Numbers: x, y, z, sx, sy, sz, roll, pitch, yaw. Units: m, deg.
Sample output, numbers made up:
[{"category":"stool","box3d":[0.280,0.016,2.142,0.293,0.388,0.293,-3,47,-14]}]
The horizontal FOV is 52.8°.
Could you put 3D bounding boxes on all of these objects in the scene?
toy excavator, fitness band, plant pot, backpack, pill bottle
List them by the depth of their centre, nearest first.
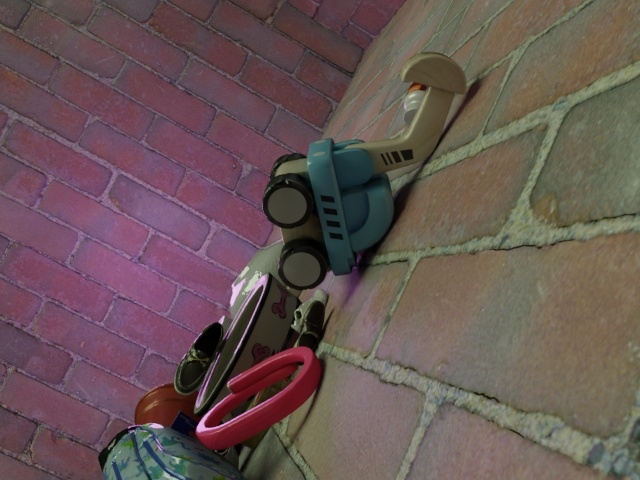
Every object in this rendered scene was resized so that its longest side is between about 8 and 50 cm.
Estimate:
[{"category":"backpack","box3d":[-0.281,0.510,1.282,0.273,0.290,0.355,-51,17,2]},{"category":"fitness band","box3d":[-0.126,0.317,1.312,0.290,0.054,0.209,-31,12,8]},{"category":"toy excavator","box3d":[0.100,-0.147,1.373,0.222,0.444,0.433,-88,-14,-68]},{"category":"pill bottle","box3d":[0.239,-0.327,1.464,0.086,0.086,0.152,-48,17,57]},{"category":"plant pot","box3d":[-0.460,0.633,2.007,0.273,0.272,0.265,-59,17,16]}]

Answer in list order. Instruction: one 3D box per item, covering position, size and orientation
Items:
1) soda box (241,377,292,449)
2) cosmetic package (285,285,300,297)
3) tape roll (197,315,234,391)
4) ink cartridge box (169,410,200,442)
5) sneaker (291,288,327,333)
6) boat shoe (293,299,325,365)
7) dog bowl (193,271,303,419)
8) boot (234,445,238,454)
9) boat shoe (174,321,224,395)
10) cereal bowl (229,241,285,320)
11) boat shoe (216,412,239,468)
[{"category":"soda box","box3d":[-0.133,0.389,1.476,0.181,0.058,0.061,-59,10,20]},{"category":"cosmetic package","box3d":[-0.096,0.172,1.977,0.115,0.041,0.060,-60,9,9]},{"category":"tape roll","box3d":[-0.285,0.378,2.009,0.246,0.169,0.246,-58,10,16]},{"category":"ink cartridge box","box3d":[-0.373,0.628,1.628,0.069,0.175,0.371,-38,17,48]},{"category":"sneaker","box3d":[-0.026,0.165,1.547,0.054,0.061,0.152,-56,9,40]},{"category":"boat shoe","box3d":[-0.020,0.206,1.433,0.049,0.056,0.152,163,125,-70]},{"category":"dog bowl","box3d":[-0.169,0.294,1.677,0.408,0.150,0.408,-58,9,16]},{"category":"boot","box3d":[-0.239,0.499,1.655,0.114,0.037,0.107,-138,32,-81]},{"category":"boat shoe","box3d":[-0.334,0.320,1.778,0.069,0.081,0.228,-59,6,44]},{"category":"cereal bowl","box3d":[-0.196,0.134,2.154,0.339,0.141,0.339,-53,4,5]},{"category":"boat shoe","box3d":[-0.225,0.482,1.492,0.063,0.066,0.184,-60,-27,-82]}]
